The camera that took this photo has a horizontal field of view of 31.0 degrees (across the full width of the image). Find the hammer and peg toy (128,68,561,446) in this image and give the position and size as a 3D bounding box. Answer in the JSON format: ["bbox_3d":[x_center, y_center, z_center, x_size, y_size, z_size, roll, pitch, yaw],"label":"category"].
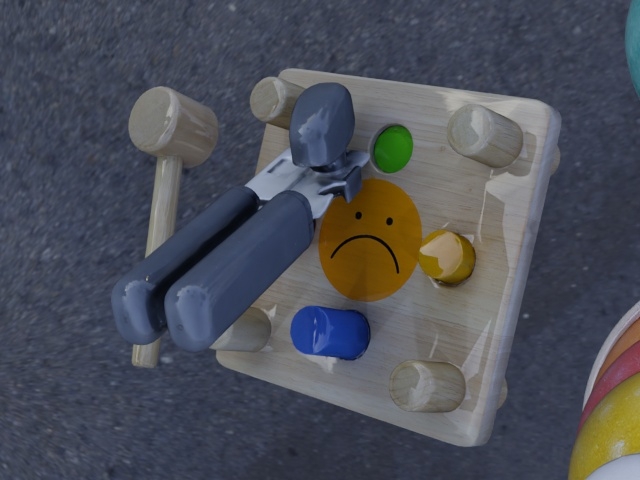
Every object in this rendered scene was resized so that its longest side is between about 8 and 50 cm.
[{"bbox_3d":[0.000,0.000,0.920,0.127,0.361,0.266,12,90,-54],"label":"hammer and peg toy"}]

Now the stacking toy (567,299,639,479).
[{"bbox_3d":[0.306,0.200,0.932,0.480,0.350,0.351,-3,83,-56],"label":"stacking toy"}]

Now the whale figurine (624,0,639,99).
[{"bbox_3d":[0.217,-0.159,0.579,0.141,0.216,0.272,-9,96,24],"label":"whale figurine"}]

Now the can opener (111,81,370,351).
[{"bbox_3d":[-0.046,-0.031,0.783,0.283,0.076,0.095,-46,136,-56],"label":"can opener"}]
